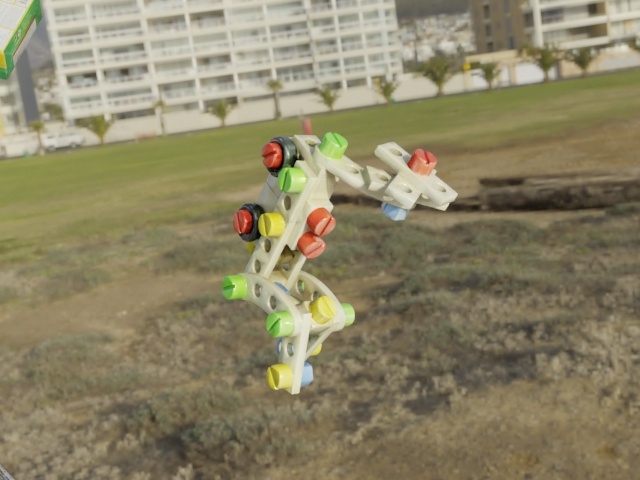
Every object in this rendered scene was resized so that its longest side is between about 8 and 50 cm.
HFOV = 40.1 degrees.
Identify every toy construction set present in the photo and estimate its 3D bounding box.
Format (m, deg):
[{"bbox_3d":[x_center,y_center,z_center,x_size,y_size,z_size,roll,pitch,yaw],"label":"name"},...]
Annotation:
[{"bbox_3d":[0.000,0.000,1.041,0.151,0.328,0.215,14,32,-47],"label":"toy construction set"}]

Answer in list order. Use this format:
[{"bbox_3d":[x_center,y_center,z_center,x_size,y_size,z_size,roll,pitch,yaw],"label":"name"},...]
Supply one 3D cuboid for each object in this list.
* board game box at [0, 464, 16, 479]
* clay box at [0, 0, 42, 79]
[{"bbox_3d":[-0.319,0.277,0.894,0.035,0.201,0.136,-46,-10,-14],"label":"board game box"},{"bbox_3d":[-0.481,-0.286,1.103,0.221,0.053,0.128,13,53,-1],"label":"clay box"}]
